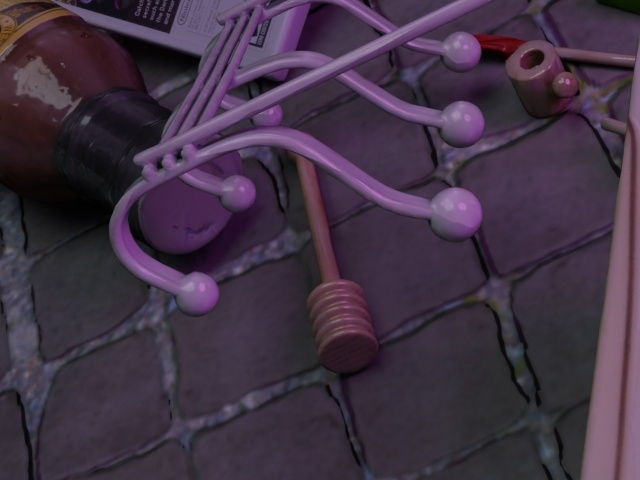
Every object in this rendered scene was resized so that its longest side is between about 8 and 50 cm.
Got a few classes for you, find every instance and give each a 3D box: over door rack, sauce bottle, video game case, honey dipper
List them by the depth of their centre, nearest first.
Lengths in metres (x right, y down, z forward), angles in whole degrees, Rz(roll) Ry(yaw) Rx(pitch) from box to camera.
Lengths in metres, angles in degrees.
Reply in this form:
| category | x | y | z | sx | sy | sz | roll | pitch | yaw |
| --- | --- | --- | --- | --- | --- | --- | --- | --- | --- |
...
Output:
| category | x | y | z | sx | sy | sz | roll | pitch | yaw |
| --- | --- | --- | --- | --- | --- | --- | --- | --- | --- |
| over door rack | 0.069 | -0.108 | 0.672 | 0.324 | 0.108 | 0.239 | -36 | 16 | 19 |
| honey dipper | 0.000 | 0.000 | 0.789 | 0.030 | 0.030 | 0.160 | -25 | 42 | 11 |
| sauce bottle | -0.175 | -0.091 | 0.906 | 0.344 | 0.111 | 0.111 | 29 | 73 | 40 |
| video game case | -0.065 | -0.205 | 0.923 | 0.173 | 0.022 | 0.190 | 19 | 92 | 28 |

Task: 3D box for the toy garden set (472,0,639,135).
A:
| category | x | y | z | sx | sy | sz | roll | pitch | yaw |
| --- | --- | --- | --- | --- | --- | --- | --- | --- | --- |
| toy garden set | 0.175 | -0.126 | 0.770 | 0.244 | 0.049 | 0.204 | 27 | 71 | 42 |

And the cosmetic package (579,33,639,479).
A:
| category | x | y | z | sx | sy | sz | roll | pitch | yaw |
| --- | --- | --- | --- | --- | --- | --- | --- | --- | --- |
| cosmetic package | 0.167 | 0.084 | 0.531 | 0.113 | 0.160 | 0.309 | -6 | 51 | 27 |
